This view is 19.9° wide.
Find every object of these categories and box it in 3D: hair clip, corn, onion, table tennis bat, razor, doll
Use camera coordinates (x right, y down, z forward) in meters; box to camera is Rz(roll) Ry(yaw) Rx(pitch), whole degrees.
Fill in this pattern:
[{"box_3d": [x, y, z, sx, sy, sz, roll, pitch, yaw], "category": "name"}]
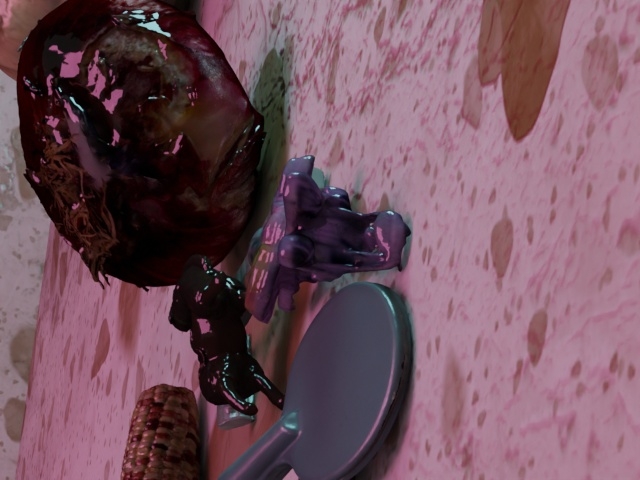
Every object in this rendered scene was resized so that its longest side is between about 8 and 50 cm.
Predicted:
[{"box_3d": [-0.013, -0.004, 1.418, 0.278, 0.090, 0.137, 157, 125, -73], "category": "hair clip"}, {"box_3d": [-0.163, 0.249, 1.863, 0.086, 0.086, 0.253, 115, 162, -48], "category": "corn"}, {"box_3d": [-0.177, -0.111, 1.841, 0.314, 0.232, 0.314, 28, 133, 35], "category": "onion"}, {"box_3d": [-0.005, 0.128, 1.328, 0.237, 0.038, 0.149, -49, 36, 36], "category": "table tennis bat"}, {"box_3d": [-0.058, 0.040, 1.634, 0.111, 0.056, 0.278, -94, 19, -47], "category": "razor"}, {"box_3d": [-0.091, 0.080, 1.604, 0.165, 0.057, 0.139, 1, 101, 62], "category": "doll"}]

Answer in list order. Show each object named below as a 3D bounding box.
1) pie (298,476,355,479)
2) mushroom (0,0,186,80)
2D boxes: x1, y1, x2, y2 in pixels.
[{"box_3d": [0.008, 0.165, 1.349, 0.088, 0.033, 0.191, -54, 24, 41], "category": "pie"}, {"box_3d": [-0.272, -0.295, 2.365, 0.336, 0.314, 0.314, 50, 138, 29], "category": "mushroom"}]
